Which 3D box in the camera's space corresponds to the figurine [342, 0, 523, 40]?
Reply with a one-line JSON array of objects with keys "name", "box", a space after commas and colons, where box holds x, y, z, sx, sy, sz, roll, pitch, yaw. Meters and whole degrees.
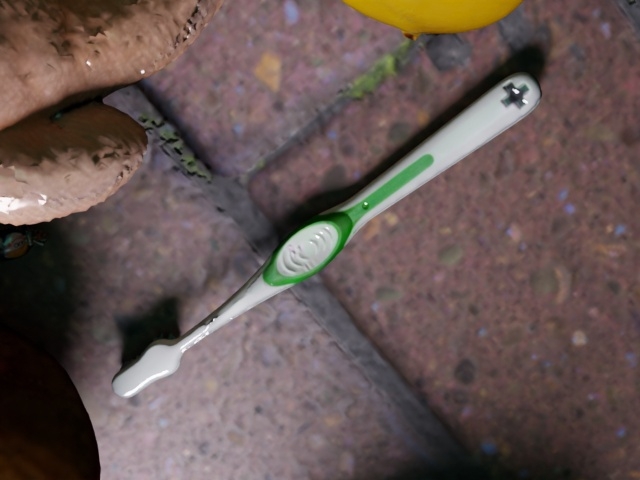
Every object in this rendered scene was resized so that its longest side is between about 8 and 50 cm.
[{"name": "figurine", "box": [0.055, -0.220, 0.467, 0.215, 0.215, 0.228, 35, 117, -10]}]

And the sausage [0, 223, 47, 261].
[{"name": "sausage", "box": [-0.256, 0.012, 0.613, 0.198, 0.025, 0.028, -8, 104, 3]}]

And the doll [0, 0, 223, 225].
[{"name": "doll", "box": [-0.183, -0.081, 0.548, 0.303, 0.156, 0.201, -41, 95, -18]}]

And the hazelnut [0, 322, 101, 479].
[{"name": "hazelnut", "box": [-0.222, 0.123, 0.584, 0.204, 0.178, 0.178, 35, 103, -5]}]

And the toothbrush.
[{"name": "toothbrush", "box": [0.000, 0.001, 0.608, 0.304, 0.030, 0.030, -36, 103, 10]}]
